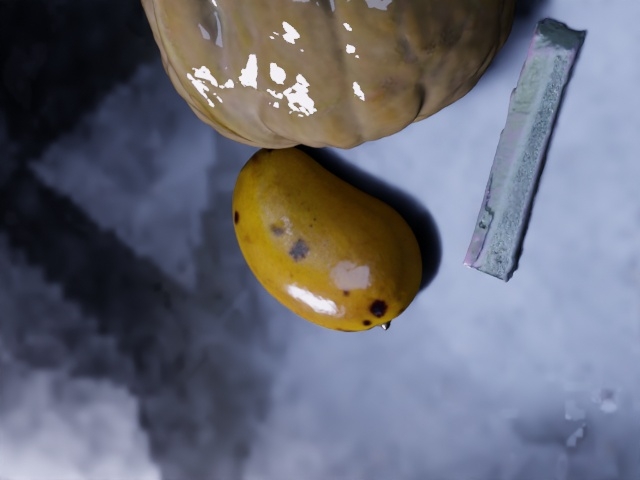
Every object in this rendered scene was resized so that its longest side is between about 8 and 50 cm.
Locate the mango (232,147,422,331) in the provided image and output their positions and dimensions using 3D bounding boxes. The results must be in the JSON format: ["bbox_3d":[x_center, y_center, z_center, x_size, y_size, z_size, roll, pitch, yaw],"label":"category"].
[{"bbox_3d":[-0.001,0.003,1.329,0.178,0.090,0.115,33,96,10],"label":"mango"}]

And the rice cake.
[{"bbox_3d":[0.161,-0.071,1.302,0.043,0.034,0.211,17,103,8],"label":"rice cake"}]

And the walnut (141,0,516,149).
[{"bbox_3d":[0.002,-0.206,1.206,0.296,0.285,0.285,12,105,49],"label":"walnut"}]
